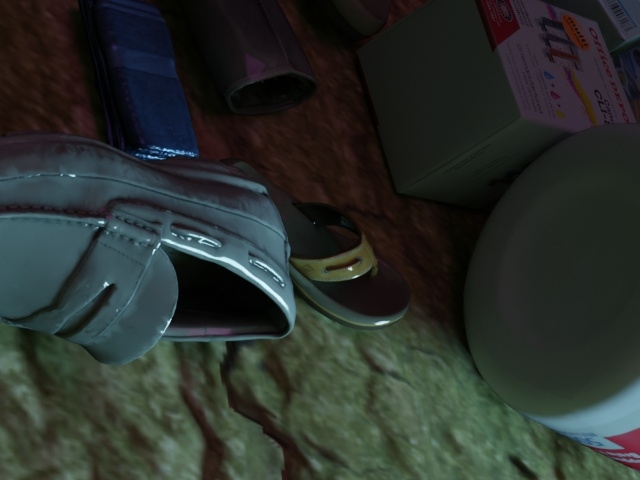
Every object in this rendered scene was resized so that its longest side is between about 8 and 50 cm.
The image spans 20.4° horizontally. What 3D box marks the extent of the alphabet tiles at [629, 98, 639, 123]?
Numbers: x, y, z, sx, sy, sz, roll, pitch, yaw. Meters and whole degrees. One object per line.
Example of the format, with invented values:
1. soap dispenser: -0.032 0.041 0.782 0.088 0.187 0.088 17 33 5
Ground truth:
1. alphabet tiles: 0.316 -0.008 1.566 0.237 0.009 0.198 28 53 -51

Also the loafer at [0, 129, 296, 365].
1. loafer: -0.122 0.011 0.985 0.319 0.112 0.111 0 56 -52

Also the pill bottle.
1. pill bottle: 0.321 0.089 1.369 0.407 0.229 0.229 28 45 -36

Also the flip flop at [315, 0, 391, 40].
1. flip flop: 0.040 -0.273 1.427 0.112 0.080 0.277 37 37 -28

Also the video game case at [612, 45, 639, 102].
1. video game case: 0.259 -0.123 1.625 0.248 0.035 0.275 50 35 -11

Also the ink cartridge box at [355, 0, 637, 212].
1. ink cartridge box: 0.142 -0.106 1.386 0.176 0.127 0.128 9 57 -49

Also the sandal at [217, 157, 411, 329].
1. sandal: 0.000 0.000 1.197 0.180 0.049 0.072 38 39 -27

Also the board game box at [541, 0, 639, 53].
1. board game box: 0.236 -0.275 1.602 0.303 0.097 0.224 -27 85 -54

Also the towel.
1. towel: -0.118 -0.102 1.149 0.067 0.029 0.119 10 56 -47

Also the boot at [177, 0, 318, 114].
1. boot: -0.094 -0.190 1.219 0.189 0.076 0.208 1 70 -51
